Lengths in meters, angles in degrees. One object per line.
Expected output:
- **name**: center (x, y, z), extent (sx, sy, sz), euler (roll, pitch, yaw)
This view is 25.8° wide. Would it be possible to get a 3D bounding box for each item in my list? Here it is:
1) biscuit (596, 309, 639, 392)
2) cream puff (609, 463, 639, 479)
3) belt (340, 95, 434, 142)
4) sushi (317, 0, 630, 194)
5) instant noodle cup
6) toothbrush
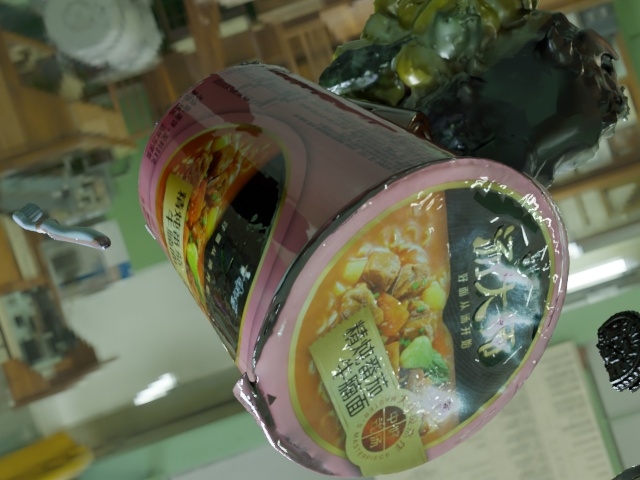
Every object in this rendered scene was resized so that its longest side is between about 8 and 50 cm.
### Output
- **biscuit**: center (0.312, 0.114, 1.427), extent (0.027, 0.089, 0.087), euler (27, 162, -27)
- **cream puff**: center (0.401, 0.376, 1.672), extent (0.240, 0.240, 0.164), euler (-19, -148, -12)
- **belt**: center (0.047, -0.025, 1.297), extent (0.105, 0.184, 0.261), euler (10, 152, 11)
- **sushi**: center (0.149, -0.165, 1.586), extent (0.328, 0.285, 0.329), euler (-35, -174, 26)
- **instant noodle cup**: center (0.000, 0.000, 0.952), extent (0.244, 0.244, 0.255), euler (-19, -144, -26)
- **toothbrush**: center (-0.165, -0.008, 0.885), extent (0.019, 0.013, 0.193), euler (-42, -158, -16)
